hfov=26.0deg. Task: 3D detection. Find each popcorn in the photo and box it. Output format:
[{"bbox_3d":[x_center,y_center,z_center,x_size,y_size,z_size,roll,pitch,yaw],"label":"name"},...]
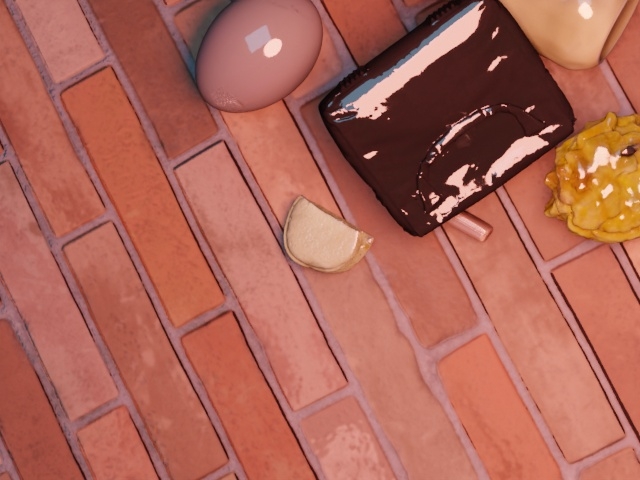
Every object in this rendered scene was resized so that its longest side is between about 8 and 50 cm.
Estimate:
[{"bbox_3d":[0.372,-0.082,1.780,0.173,0.142,0.174,5,106,19],"label":"popcorn"}]

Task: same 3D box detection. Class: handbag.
[{"bbox_3d":[0.162,-0.162,1.779,0.275,0.088,0.244,-37,109,5],"label":"handbag"}]

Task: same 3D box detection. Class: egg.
[{"bbox_3d":[-0.086,-0.258,1.886,0.198,0.146,0.146,-37,80,13],"label":"egg"}]

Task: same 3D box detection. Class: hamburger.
[{"bbox_3d":[0.001,0.001,1.900,0.121,0.054,0.084,33,97,14],"label":"hamburger"}]

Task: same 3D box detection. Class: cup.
[{"bbox_3d":[0.323,-0.351,1.829,0.202,0.255,0.173,30,134,13],"label":"cup"}]

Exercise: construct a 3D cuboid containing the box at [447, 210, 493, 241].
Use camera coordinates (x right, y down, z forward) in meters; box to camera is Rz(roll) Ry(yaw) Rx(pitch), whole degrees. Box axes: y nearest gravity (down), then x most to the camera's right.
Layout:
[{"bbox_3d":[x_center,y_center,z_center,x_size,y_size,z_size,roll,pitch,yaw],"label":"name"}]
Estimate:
[{"bbox_3d":[0.177,-0.035,1.867,0.115,0.048,0.025,29,99,12],"label":"box"}]
